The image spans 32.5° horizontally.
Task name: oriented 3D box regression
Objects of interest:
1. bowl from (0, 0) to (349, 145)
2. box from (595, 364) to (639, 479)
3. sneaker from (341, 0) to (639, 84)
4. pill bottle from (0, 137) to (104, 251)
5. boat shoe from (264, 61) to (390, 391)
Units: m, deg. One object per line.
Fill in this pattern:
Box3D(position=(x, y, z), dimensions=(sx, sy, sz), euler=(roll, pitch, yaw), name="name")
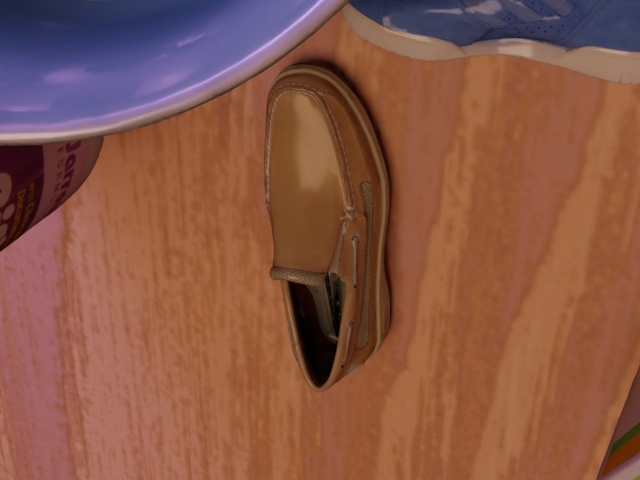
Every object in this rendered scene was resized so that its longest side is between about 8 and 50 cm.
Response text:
Box3D(position=(-0.100, -0.193, 0.422), dimensions=(0.312, 0.163, 0.311), euler=(0, 95, 0), name="bowl")
Box3D(position=(0.238, 0.071, 0.488), dimensions=(0.114, 0.103, 0.203), euler=(40, 132, 0), name="box")
Box3D(position=(0.082, -0.122, 0.478), dimensions=(0.152, 0.058, 0.084), euler=(13, 132, 18), name="sneaker")
Box3D(position=(-0.212, -0.057, 0.535), dimensions=(0.169, 0.301, 0.169), euler=(16, 128, 22), name="pill bottle")
Box3D(position=(0.000, 0.000, 0.602), dimensions=(0.068, 0.072, 0.190), euler=(4, 122, 29), name="boat shoe")
